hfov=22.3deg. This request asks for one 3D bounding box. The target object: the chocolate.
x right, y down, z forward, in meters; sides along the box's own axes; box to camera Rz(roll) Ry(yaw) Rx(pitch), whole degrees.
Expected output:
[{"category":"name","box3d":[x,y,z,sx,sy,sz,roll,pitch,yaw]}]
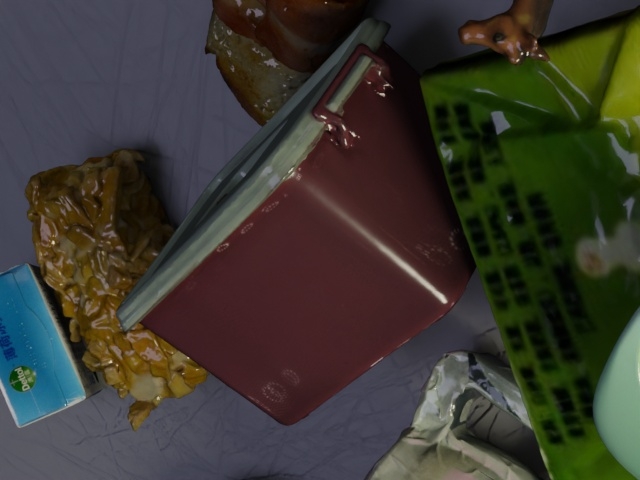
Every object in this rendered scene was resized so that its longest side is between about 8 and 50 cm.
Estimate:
[{"category":"chocolate","box3d":[0.240,-0.006,0.998,0.289,0.137,0.300,-11,101,49]}]

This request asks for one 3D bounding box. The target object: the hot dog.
[{"category":"hot dog","box3d":[-0.018,-0.195,1.213,0.123,0.093,0.261,43,150,12]}]

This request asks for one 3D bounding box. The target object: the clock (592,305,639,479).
[{"category":"clock","box3d":[0.244,0.070,0.875,0.159,0.066,0.210,38,134,26]}]

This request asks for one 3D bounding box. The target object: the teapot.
[{"category":"teapot","box3d":[0.132,0.217,1.234,0.178,0.221,0.163,21,162,28]}]

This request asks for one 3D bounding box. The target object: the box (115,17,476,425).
[{"category":"box","box3d":[0.000,0.000,1.193,0.167,0.193,0.294,41,140,-7]}]

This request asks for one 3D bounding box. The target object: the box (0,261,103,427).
[{"category":"box","box3d":[-0.275,0.099,1.562,0.194,0.073,0.139,139,107,-85]}]

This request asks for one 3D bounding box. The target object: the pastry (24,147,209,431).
[{"category":"pastry","box3d":[-0.186,0.045,1.489,0.154,0.102,0.249,-16,94,37]}]

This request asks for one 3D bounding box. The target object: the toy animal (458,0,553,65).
[{"category":"toy animal","box3d":[0.150,-0.239,0.958,0.224,0.066,0.229,-27,71,12]}]
